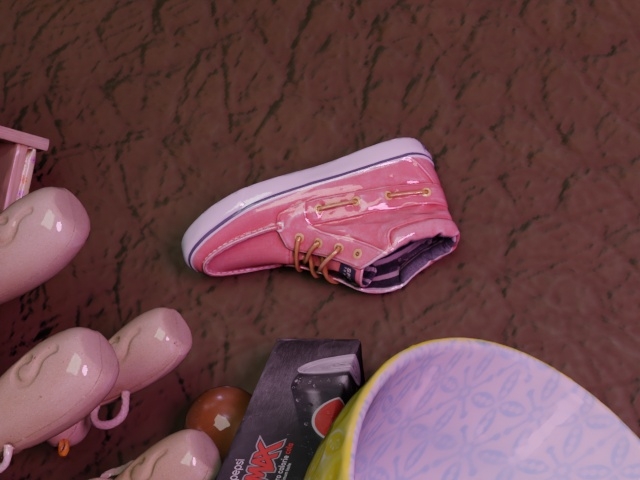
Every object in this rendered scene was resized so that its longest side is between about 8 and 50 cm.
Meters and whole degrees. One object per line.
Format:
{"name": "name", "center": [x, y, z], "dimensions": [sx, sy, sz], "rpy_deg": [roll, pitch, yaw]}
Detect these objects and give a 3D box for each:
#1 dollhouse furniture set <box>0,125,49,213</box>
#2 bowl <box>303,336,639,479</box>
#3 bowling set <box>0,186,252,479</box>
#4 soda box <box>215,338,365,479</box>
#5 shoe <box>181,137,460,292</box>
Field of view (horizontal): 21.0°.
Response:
{"name": "dollhouse furniture set", "center": [-0.280, 0.006, 1.206], "dimensions": [0.161, 0.101, 0.181], "rpy_deg": [7, 83, 53]}
{"name": "bowl", "center": [0.082, 0.214, 0.937], "dimensions": [0.156, 0.289, 0.289], "rpy_deg": [-43, 56, 36]}
{"name": "bowling set", "center": [-0.141, 0.131, 1.053], "dimensions": [0.154, 0.200, 0.287], "rpy_deg": [-36, 43, 23]}
{"name": "soda box", "center": [-0.016, 0.125, 1.034], "dimensions": [0.060, 0.053, 0.169], "rpy_deg": [0, 31, 14]}
{"name": "shoe", "center": [0.000, 0.000, 1.128], "dimensions": [0.178, 0.063, 0.081], "rpy_deg": [-21, 58, 0]}
